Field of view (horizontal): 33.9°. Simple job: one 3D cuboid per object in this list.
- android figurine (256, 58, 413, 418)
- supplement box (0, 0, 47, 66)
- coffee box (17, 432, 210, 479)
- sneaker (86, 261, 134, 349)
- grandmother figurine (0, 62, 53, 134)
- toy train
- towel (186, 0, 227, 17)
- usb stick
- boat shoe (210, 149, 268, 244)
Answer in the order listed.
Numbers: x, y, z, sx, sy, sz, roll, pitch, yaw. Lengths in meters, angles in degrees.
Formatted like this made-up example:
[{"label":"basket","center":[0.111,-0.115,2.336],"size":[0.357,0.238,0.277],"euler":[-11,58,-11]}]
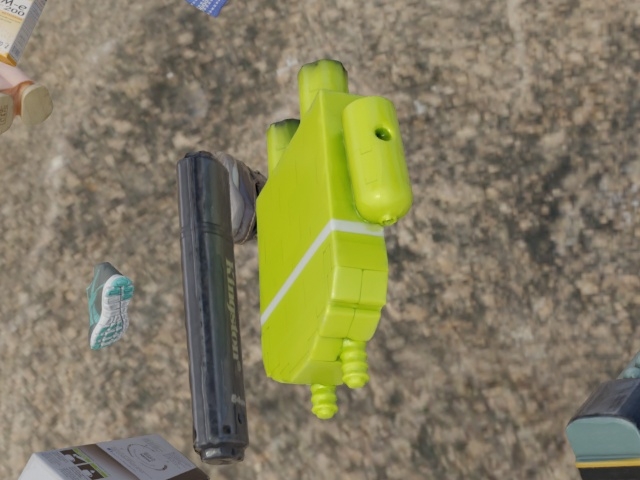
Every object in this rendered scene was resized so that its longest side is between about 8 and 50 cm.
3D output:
[{"label":"android figurine","center":[0.000,0.000,0.826],"size":[0.056,0.248,0.273],"euler":[6,57,-21]},{"label":"supplement box","center":[-0.382,-0.269,1.273],"size":[0.062,0.036,0.098],"euler":[20,80,7]},{"label":"coffee box","center":[-0.307,0.381,1.469],"size":[0.119,0.297,0.168],"euler":[34,100,23]},{"label":"sneaker","center":[-0.345,0.102,1.683],"size":[0.065,0.166,0.076],"euler":[-11,47,-40]},{"label":"grandmother figurine","center":[-0.561,-0.290,1.579],"size":[0.342,0.104,0.208],"euler":[44,35,23]},{"label":"toy train","center":[0.431,0.227,1.303],"size":[0.142,0.190,0.334],"euler":[-12,16,46]},{"label":"towel","center":[-0.237,-0.520,1.674],"size":[0.243,0.336,0.040],"euler":[-47,37,26]},{"label":"usb stick","center":[-0.097,0.056,0.928],"size":[0.045,0.077,0.278],"euler":[-7,73,5]},{"label":"boat shoe","center":[-0.119,-0.066,1.656],"size":[0.130,0.132,0.355],"euler":[19,12,-13]}]
